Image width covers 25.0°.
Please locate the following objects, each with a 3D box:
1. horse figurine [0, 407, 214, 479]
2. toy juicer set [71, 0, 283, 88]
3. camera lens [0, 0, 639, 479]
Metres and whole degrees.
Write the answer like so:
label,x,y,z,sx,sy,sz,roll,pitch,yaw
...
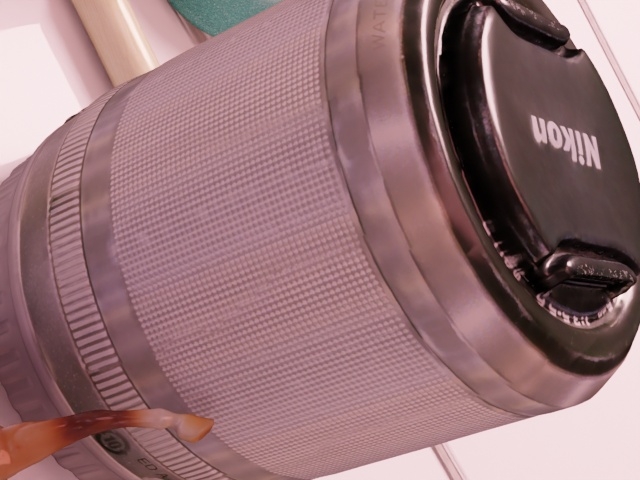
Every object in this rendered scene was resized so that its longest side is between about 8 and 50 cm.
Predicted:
label,x,y,z,sx,sy,sz,roll,pitch,yaw
horse figurine,-0.150,0.153,0.593,0.174,0.066,0.263,12,70,-1
toy juicer set,-0.040,-0.152,0.890,0.329,0.089,0.209,-6,87,-26
camera lens,0.000,0.000,0.694,0.219,0.274,0.219,33,46,-42
